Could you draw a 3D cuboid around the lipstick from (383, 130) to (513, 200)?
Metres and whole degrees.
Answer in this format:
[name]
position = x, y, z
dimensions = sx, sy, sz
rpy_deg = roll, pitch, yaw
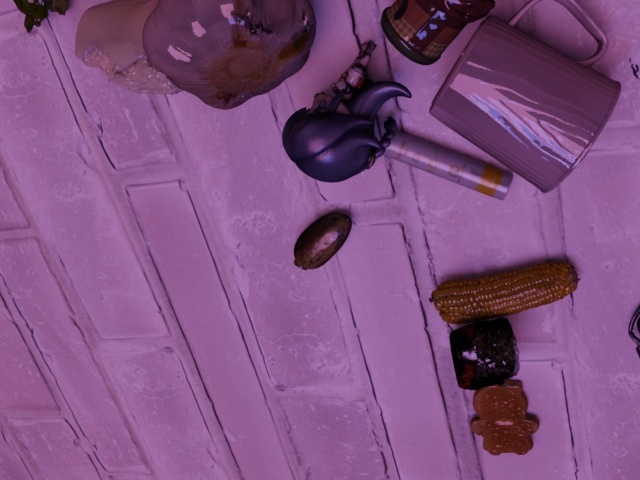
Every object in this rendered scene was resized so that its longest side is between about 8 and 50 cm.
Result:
[lipstick]
position = 0.251, -0.153, 1.537
dimensions = 0.263, 0.059, 0.059
rpy_deg = 21, 125, 6

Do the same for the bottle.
[bottle]
position = 0.233, -0.439, 1.321
dimensions = 0.271, 0.143, 0.156
rpy_deg = -44, 60, 38

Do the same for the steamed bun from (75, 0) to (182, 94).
[steamed bun]
position = -0.384, -0.381, 1.558
dimensions = 0.225, 0.170, 0.200
rpy_deg = 1, 126, 20

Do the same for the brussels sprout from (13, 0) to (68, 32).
[brussels sprout]
position = -0.599, -0.533, 1.591
dimensions = 0.139, 0.100, 0.181
rpy_deg = 23, 139, 29

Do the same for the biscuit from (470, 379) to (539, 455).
[biscuit]
position = 0.437, 0.421, 1.843
dimensions = 0.165, 0.036, 0.226
rpy_deg = -8, 115, 23

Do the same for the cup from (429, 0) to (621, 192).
[cup]
position = 0.367, -0.263, 1.332
dimensions = 0.273, 0.208, 0.288
rpy_deg = 31, 133, 1

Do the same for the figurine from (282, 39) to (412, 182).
[figurine]
position = 0.050, -0.232, 1.452
dimensions = 0.265, 0.175, 0.197
rpy_deg = -39, 82, 0

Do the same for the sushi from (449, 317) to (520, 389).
[sushi]
position = 0.350, 0.244, 1.657
dimensions = 0.126, 0.136, 0.225
rpy_deg = -10, 157, 3

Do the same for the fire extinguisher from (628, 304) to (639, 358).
[fire extinguisher]
position = 0.710, 0.141, 1.538
dimensions = 0.118, 0.093, 0.294
rpy_deg = 43, 130, 23

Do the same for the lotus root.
[lotus root]
position = 0.000, 0.000, 1.705
dimensions = 0.080, 0.089, 0.179
rpy_deg = 24, 124, -33

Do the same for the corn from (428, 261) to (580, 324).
[corn]
position = 0.390, 0.113, 1.627
dimensions = 0.312, 0.102, 0.102
rpy_deg = -13, 115, 27

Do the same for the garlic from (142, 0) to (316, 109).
[garlic]
position = -0.163, -0.383, 1.421
dimensions = 0.321, 0.241, 0.322
rpy_deg = 10, 146, 7
